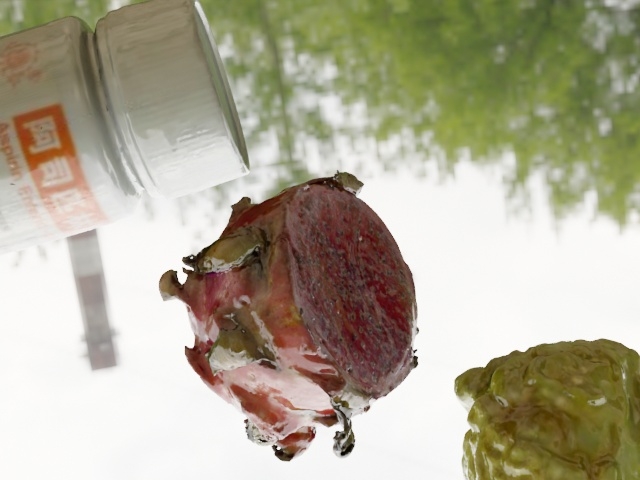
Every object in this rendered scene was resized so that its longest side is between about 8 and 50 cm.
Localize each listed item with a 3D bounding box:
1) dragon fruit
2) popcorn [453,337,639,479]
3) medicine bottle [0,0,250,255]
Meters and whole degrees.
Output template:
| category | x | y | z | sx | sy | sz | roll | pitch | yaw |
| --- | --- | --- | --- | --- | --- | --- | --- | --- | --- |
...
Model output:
| category | x | y | z | sx | sy | sz | roll | pitch | yaw |
| --- | --- | --- | --- | --- | --- | --- | --- | --- | --- |
| dragon fruit | -0.027 | 0.070 | 1.407 | 0.147 | 0.211 | 0.282 | -23 | -131 | 33 |
| popcorn | 0.241 | 0.204 | 1.600 | 0.255 | 0.195 | 0.256 | 32 | -147 | 2 |
| medicine bottle | -0.272 | -0.104 | 1.620 | 0.372 | 0.211 | 0.211 | -16 | -161 | 3 |
